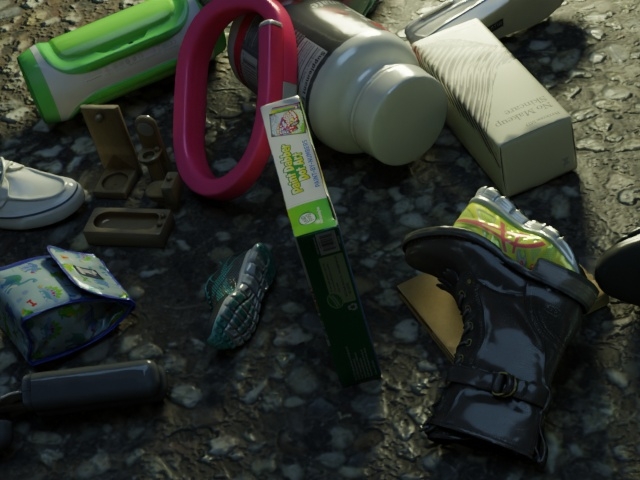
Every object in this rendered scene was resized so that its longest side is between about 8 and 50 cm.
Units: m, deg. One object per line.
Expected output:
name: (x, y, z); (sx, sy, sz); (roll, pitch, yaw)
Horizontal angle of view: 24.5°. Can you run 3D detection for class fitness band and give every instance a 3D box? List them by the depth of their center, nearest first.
fitness band: (-0.121, -0.198, 1.999); (0.209, 0.054, 0.291); (-10, 73, 44)

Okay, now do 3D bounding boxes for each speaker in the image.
speaker: (-0.296, -0.281, 2.215); (0.296, 0.131, 0.131); (-24, 42, -10)

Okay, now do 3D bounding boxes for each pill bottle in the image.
pill bottle: (0.025, -0.226, 2.024); (0.176, 0.176, 0.318); (-33, 45, -19)

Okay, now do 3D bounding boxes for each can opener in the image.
can opener: (-0.321, 0.206, 1.748); (0.283, 0.076, 0.095); (-8, 74, 7)

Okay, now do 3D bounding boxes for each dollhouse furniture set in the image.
dollhouse furniture set: (-0.268, -0.089, 1.996); (0.144, 0.123, 0.151); (2, 44, 18)

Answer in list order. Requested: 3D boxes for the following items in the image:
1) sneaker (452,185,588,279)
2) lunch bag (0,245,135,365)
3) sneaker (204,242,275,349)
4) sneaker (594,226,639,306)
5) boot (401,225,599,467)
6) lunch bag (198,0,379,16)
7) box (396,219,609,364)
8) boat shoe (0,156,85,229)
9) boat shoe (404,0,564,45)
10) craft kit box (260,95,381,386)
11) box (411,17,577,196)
sneaker: (0.231, 0.022, 1.746); (0.094, 0.081, 0.208); (-41, 44, -11)
lunch bag: (-0.326, 0.074, 1.865); (0.151, 0.096, 0.129); (-18, 37, -25)
sneaker: (-0.114, 0.075, 1.834); (0.076, 0.065, 0.166); (-10, 36, 31)
sneaker: (0.443, 0.056, 1.637); (0.286, 0.109, 0.130); (5, 38, 23)
boot: (0.166, 0.116, 1.639); (0.263, 0.091, 0.229); (18, 74, 31)
lunch bag: (-0.037, -0.404, 2.160); (0.279, 0.224, 0.108); (12, 47, -19)
box: (0.216, 0.064, 1.767); (0.201, 0.021, 0.164); (-25, 43, -11)
boat shoe: (-0.458, -0.074, 2.064); (0.258, 0.084, 0.095); (-1, 43, 15)
boat shoe: (0.246, -0.341, 2.146); (0.267, 0.096, 0.088); (-33, 59, -8)
craft kit box: (0.000, 0.000, 1.728); (0.061, 0.250, 0.246); (-15, 41, 2)
box: (0.229, -0.183, 1.978); (0.113, 0.094, 0.275); (-24, 42, -10)
